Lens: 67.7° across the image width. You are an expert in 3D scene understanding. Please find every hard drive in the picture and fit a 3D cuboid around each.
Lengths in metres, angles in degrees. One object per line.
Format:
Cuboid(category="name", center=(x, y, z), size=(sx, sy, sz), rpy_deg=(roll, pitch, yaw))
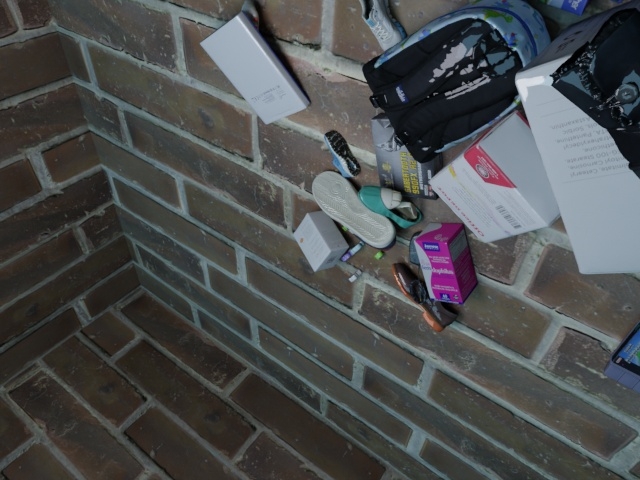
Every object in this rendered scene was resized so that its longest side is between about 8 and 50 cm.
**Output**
Cuboid(category="hard drive", center=(-0.199, -0.513, 1.462), size=(0.210, 0.040, 0.319), rpy_deg=(-6, 134, 47))

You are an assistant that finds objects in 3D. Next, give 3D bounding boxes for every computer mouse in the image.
Cuboid(category="computer mouse", center=(0.316, 0.087, 1.511), size=(0.071, 0.041, 0.242), rpy_deg=(5, 108, 19))

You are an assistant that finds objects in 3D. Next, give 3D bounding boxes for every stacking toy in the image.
Cuboid(category="stacking toy", center=(0.111, 0.040, 1.705), size=(0.167, 0.052, 0.221), rpy_deg=(46, 142, 3))

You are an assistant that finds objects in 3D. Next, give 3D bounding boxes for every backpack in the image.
Cuboid(category="backpack", center=(0.303, -0.363, 1.029), size=(0.290, 0.273, 0.355), rpy_deg=(56, 163, -7))

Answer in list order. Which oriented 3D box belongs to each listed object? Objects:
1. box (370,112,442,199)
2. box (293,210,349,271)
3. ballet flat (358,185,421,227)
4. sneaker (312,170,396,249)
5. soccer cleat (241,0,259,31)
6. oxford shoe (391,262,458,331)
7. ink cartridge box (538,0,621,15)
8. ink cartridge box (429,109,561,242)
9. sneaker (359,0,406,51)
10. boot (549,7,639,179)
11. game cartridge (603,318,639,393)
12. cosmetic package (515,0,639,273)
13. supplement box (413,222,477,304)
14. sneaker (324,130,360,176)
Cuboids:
Cuboid(category="box", center=(0.243, -0.235, 1.330), size=(0.183, 0.056, 0.231), rpy_deg=(14, 131, 36))
Cuboid(category="box", center=(0.000, 0.000, 1.688), size=(0.170, 0.091, 0.130), rpy_deg=(60, 138, 22))
Cuboid(category="ballet flat", center=(0.213, -0.106, 1.382), size=(0.087, 0.083, 0.247), rpy_deg=(-19, 149, 38))
Cuboid(category="sneaker", center=(0.110, -0.085, 1.551), size=(0.350, 0.131, 0.148), rpy_deg=(47, -177, 26))
Cuboid(category="soccer cleat", center=(-0.214, -0.626, 1.440), size=(0.196, 0.068, 0.076), rpy_deg=(114, 149, -62))
Cuboid(category="oxford shoe", center=(0.344, 0.168, 1.580), size=(0.098, 0.097, 0.271), rpy_deg=(-42, 87, 25))
Cuboid(category="ink cartridge box", center=(0.400, -0.517, 0.846), size=(0.311, 0.065, 0.186), rpy_deg=(28, 171, 17))
Cuboid(category="ink cartridge box", center=(0.409, -0.129, 1.100), size=(0.226, 0.131, 0.306), rpy_deg=(48, 173, 1))
Cuboid(category="sneaker", center=(0.141, -0.524, 1.157), size=(0.071, 0.083, 0.191), rpy_deg=(-13, 114, 47))
Cuboid(category="boot", center=(0.440, -0.207, 0.587), size=(0.207, 0.094, 0.246), rpy_deg=(46, 148, -4))
Cuboid(category="game cartridge", center=(0.876, 0.276, 1.158), size=(0.230, 0.068, 0.355), rpy_deg=(25, 137, 22))
Cuboid(category="cosmetic package", center=(0.590, -0.196, 0.798), size=(0.327, 0.329, 0.394), rpy_deg=(-8, 115, 47))
Cuboid(category="supplement box", center=(0.375, 0.067, 1.421), size=(0.111, 0.114, 0.220), rpy_deg=(3, 123, 44))
Cuboid(category="sneaker", center=(0.053, -0.262, 1.490), size=(0.073, 0.063, 0.162), rpy_deg=(-13, 113, 53))
